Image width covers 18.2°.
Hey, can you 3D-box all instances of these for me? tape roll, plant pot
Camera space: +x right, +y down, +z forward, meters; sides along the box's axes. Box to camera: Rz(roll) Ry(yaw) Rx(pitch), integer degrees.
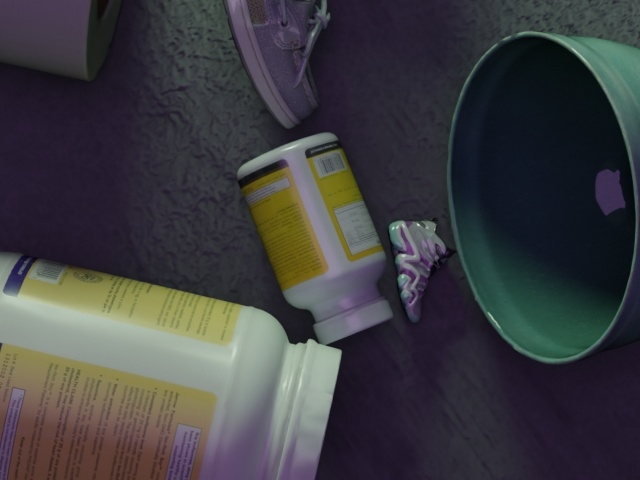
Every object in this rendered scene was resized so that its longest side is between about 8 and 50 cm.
[{"bbox_3d":[-0.263,-0.278,1.794,0.169,0.246,0.246,13,87,-1],"label":"tape roll"},{"bbox_3d":[0.273,-0.046,1.788,0.196,0.293,0.293,-7,87,-27],"label":"plant pot"}]

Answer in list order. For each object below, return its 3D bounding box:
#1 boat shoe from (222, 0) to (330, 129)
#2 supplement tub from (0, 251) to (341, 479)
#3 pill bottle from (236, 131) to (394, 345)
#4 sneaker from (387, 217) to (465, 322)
[{"bbox_3d":[-0.042,-0.258,1.821,0.103,0.118,0.320,-12,107,4],"label":"boat shoe"},{"bbox_3d":[-0.164,0.158,1.772,0.331,0.241,0.241,14,87,0],"label":"supplement tub"},{"bbox_3d":[0.000,0.000,1.850,0.103,0.103,0.184,-22,87,-2],"label":"pill bottle"},{"bbox_3d":[0.105,0.026,1.882,0.069,0.038,0.098,-10,87,0],"label":"sneaker"}]
